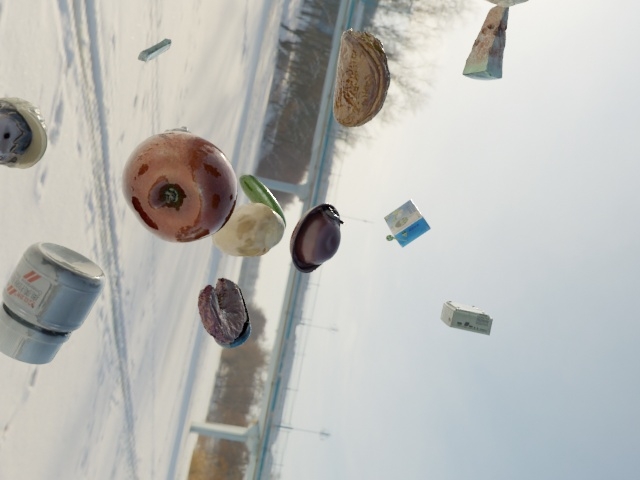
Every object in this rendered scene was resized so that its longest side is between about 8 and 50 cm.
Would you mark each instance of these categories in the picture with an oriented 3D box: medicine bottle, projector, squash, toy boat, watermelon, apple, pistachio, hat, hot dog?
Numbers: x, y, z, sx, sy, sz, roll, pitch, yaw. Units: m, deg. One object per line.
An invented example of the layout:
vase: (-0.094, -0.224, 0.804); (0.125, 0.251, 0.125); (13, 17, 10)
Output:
medicine bottle: (-0.812, 0.185, 1.718); (0.306, 0.245, 0.245); (-59, -171, 3)
projector: (0.404, 0.213, 1.610); (0.147, 0.115, 0.061); (-59, 162, -87)
squash: (-0.208, -0.141, 2.149); (0.292, 0.082, 0.082); (52, -34, 24)
toy boat: (-0.306, 0.274, 1.993); (0.299, 0.134, 0.092); (-117, -172, -53)
watermelon: (0.565, -0.641, 1.883); (0.094, 0.154, 0.241); (23, -72, 49)
apple: (-0.422, -0.158, 1.742); (0.277, 0.348, 0.349); (-87, -169, -68)
pistachio: (-0.255, -0.034, 2.027); (0.299, 0.187, 0.188); (-8, -116, 40)
hat: (0.000, 0.000, 1.594); (0.205, 0.089, 0.206); (-29, 131, -38)
hot dog: (0.107, -0.449, 1.634); (0.196, 0.122, 0.272); (-125, -151, -44)

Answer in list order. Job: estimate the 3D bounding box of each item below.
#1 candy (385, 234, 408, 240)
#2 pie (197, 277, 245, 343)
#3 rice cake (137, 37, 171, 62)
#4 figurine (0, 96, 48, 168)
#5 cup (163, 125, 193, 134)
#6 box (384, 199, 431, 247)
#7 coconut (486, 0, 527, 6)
candy: (0.258, -0.005, 1.960); (0.023, 0.083, 0.025); (-56, 137, -27)
pie: (-0.303, 0.216, 1.814); (0.219, 0.054, 0.205); (-62, 134, -63)
rice cake: (-0.621, -0.718, 2.187); (0.043, 0.034, 0.211); (-51, -172, 34)
figurine: (-0.832, -0.275, 1.398); (0.185, 0.332, 0.205); (-57, -136, 26)
cup: (-0.473, -0.323, 2.030); (0.142, 0.173, 0.134); (-109, -156, -45)
box: (0.346, -0.070, 2.332); (0.139, 0.073, 0.194); (-34, -157, 8)
coconut: (0.424, -0.814, 1.438); (0.404, 0.404, 0.405); (-168, -90, -82)
